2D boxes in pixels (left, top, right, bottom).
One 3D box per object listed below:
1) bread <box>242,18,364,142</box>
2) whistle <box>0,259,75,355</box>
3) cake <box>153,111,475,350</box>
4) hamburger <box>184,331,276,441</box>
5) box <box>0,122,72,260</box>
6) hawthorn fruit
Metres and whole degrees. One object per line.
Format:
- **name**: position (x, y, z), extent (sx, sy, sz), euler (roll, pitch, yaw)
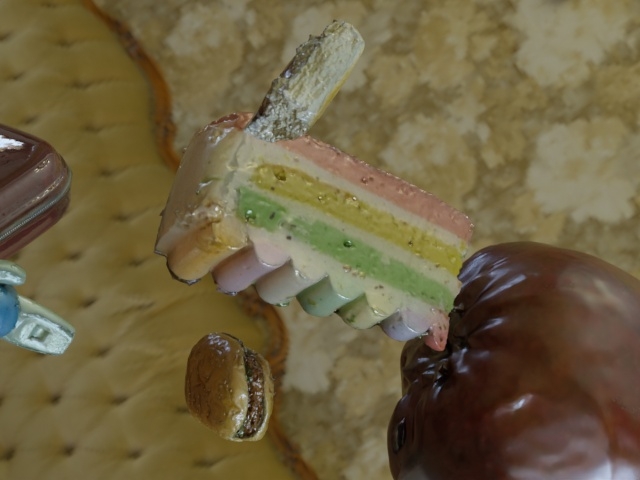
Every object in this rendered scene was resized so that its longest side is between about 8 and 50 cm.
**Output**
- **bread**: position (-0.010, -0.094, 0.783), extent (0.035, 0.070, 0.083), euler (37, -18, -10)
- **whistle**: position (-0.348, 0.057, 1.261), extent (0.236, 0.114, 0.077), euler (29, 16, -26)
- **cake**: position (0.006, -0.008, 0.894), extent (0.225, 0.090, 0.109), euler (16, 63, -10)
- **hamburger**: position (-0.068, 0.107, 0.949), extent (0.044, 0.076, 0.083), euler (6, 5, -32)
- **box**: position (-0.524, -0.023, 1.720), extent (0.263, 0.404, 0.108), euler (19, -44, 36)
- **hawthorn fruit**: position (0.223, 0.165, 1.234), extent (0.325, 0.308, 0.308), euler (46, 18, -33)
